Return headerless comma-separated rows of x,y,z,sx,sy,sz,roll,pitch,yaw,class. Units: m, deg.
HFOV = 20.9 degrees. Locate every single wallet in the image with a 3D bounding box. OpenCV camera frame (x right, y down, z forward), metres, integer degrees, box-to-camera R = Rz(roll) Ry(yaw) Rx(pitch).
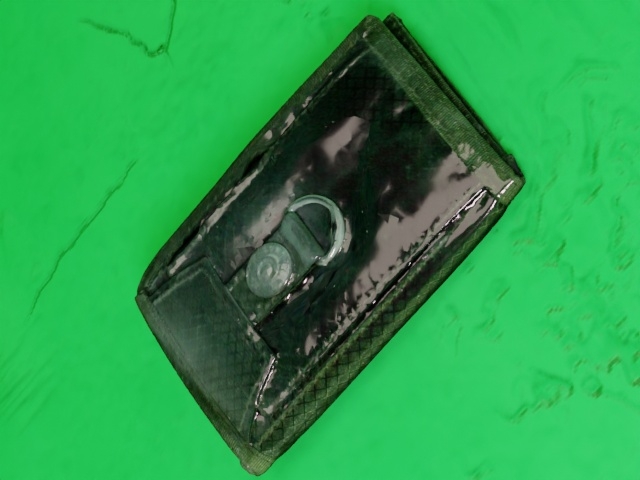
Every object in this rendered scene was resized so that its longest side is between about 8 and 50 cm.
-0.002,-0.001,0.993,0.236,0.055,0.160,-50,52,19,wallet
